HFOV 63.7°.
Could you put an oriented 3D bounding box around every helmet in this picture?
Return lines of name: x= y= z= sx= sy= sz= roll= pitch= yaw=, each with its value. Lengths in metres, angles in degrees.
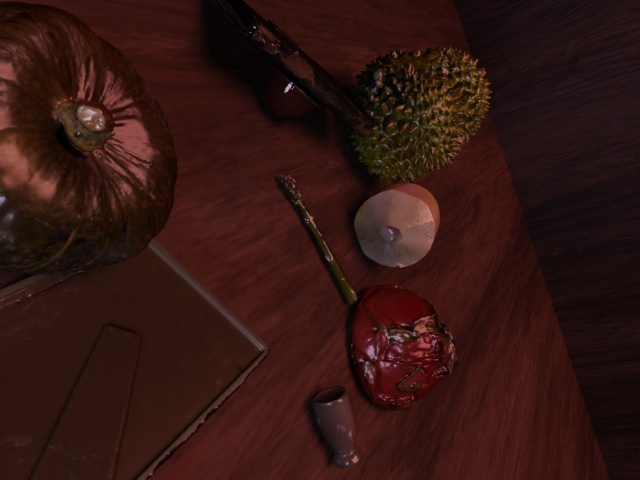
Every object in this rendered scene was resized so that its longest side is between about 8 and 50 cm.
helmet: x=-0.051 y=-0.216 z=0.803 sx=0.089 sy=0.057 sz=0.111 roll=45 pitch=11 yaw=35

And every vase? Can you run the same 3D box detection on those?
vase: x=0.025 y=0.259 z=0.713 sx=0.053 sy=0.053 sz=0.101 roll=-27 pitch=103 yaw=-58

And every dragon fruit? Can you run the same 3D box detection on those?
dragon fruit: x=0.164 y=0.173 z=0.874 sx=0.224 sy=0.148 sz=0.219 roll=49 pitch=38 yaw=-34

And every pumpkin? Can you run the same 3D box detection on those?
pumpkin: x=-0.211 y=-0.081 z=0.402 sx=0.219 sy=0.162 sz=0.219 roll=23 pitch=61 yaw=-49

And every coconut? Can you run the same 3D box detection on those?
coconut: x=0.143 y=-0.029 z=0.941 sx=0.147 sy=0.147 sz=0.152 roll=68 pitch=27 yaw=-9

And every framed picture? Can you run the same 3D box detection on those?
framed picture: x=-0.176 y=0.096 z=0.419 sx=0.192 sy=0.018 sz=0.265 roll=41 pitch=33 yaw=8

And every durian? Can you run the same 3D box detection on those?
durian: x=0.171 y=-0.252 z=0.993 sx=0.224 sy=0.291 sz=0.291 roll=33 pitch=49 yaw=-32

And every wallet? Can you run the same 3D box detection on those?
wallet: x=-0.036 y=-0.276 z=0.809 sx=0.317 sy=0.044 sz=0.169 roll=23 pitch=27 yaw=-53

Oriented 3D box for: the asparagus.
asparagus: x=0.000 y=0.000 z=0.817 sx=0.024 sy=0.025 sz=0.249 roll=-45 pitch=115 yaw=-39
